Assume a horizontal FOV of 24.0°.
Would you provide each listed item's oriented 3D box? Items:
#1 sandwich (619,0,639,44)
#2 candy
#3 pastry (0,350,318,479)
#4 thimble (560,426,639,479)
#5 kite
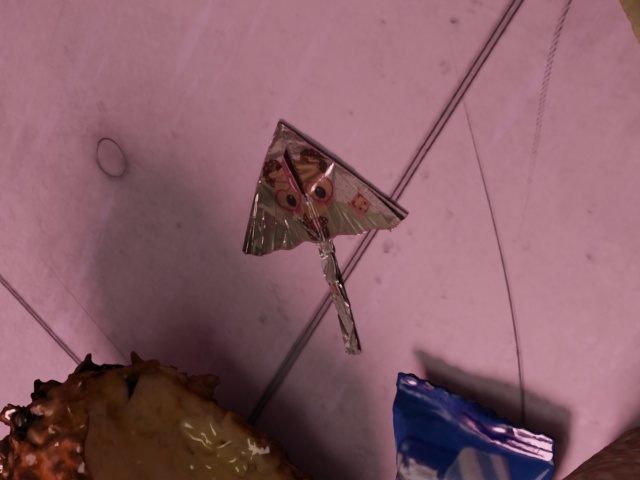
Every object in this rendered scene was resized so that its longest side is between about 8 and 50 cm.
[{"bbox_3d":[0.338,-0.143,1.069,0.063,0.245,0.212,122,144,-45],"label":"sandwich"},{"bbox_3d":[0.134,0.302,1.490,0.187,0.077,0.331,21,121,29],"label":"candy"},{"bbox_3d":[-0.167,0.314,1.616,0.405,0.292,0.337,36,140,7],"label":"pastry"},{"bbox_3d":[0.303,0.267,1.282,0.229,0.148,0.196,2,110,37],"label":"thimble"},{"bbox_3d":[0.001,-0.001,1.499,0.229,0.012,0.250,-8,106,44],"label":"kite"}]
